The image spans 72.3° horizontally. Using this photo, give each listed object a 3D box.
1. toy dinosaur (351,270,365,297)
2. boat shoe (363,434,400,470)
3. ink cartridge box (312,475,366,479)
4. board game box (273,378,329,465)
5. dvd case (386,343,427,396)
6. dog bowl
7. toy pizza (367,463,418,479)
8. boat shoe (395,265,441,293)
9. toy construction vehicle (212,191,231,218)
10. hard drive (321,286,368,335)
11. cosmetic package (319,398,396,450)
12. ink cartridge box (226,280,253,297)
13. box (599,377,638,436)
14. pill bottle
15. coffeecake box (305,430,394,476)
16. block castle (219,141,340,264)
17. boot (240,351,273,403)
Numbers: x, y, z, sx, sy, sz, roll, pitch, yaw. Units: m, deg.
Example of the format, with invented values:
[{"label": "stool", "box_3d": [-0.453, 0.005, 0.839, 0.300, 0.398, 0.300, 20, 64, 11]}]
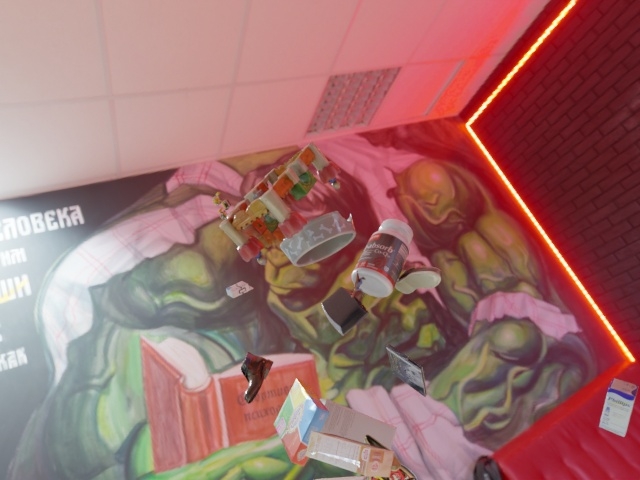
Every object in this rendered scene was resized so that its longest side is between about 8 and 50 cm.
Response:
[{"label": "toy dinosaur", "box_3d": [0.131, 0.168, 1.614, 0.082, 0.090, 0.047, -46, 12, -12]}, {"label": "boat shoe", "box_3d": [0.214, 0.743, 1.537, 0.056, 0.153, 0.048, -28, -50, -32]}, {"label": "ink cartridge box", "box_3d": [0.045, 0.844, 1.417, 0.207, 0.119, 0.353, -9, -24, 9]}, {"label": "board game box", "box_3d": [-0.089, 0.778, 1.912, 0.242, 0.064, 0.316, -64, 19, -5]}, {"label": "dvd case", "box_3d": [0.336, 0.508, 1.707, 0.018, 0.165, 0.221, -40, -43, -23]}, {"label": "dog bowl", "box_3d": [0.000, 0.000, 1.919, 0.349, 0.102, 0.348, -26, -15, -7]}, {"label": "toy pizza", "box_3d": [0.272, 0.920, 1.647, 0.201, 0.201, 0.032, -35, 0, 23]}, {"label": "boat shoe", "box_3d": [0.463, 0.169, 2.054, 0.096, 0.117, 0.324, -55, 6, -26]}, {"label": "toy construction vehicle", "box_3d": [-0.405, -0.140, 1.779, 0.035, 0.098, 0.086, -20, 24, 24]}, {"label": "hard drive", "box_3d": [0.103, 0.318, 2.050, 0.172, 0.255, 0.054, -40, -61, -3]}, {"label": "cosmetic package", "box_3d": [0.154, 0.904, 2.114, 0.366, 0.155, 0.197, 22, -22, -3]}, {"label": "ink cartridge box", "box_3d": [-0.285, 0.170, 1.552, 0.083, 0.028, 0.048, -25, 24, -32]}, {"label": "box", "box_3d": [0.949, 0.527, 1.394, 0.072, 0.137, 0.126, 15, 10, 38]}, {"label": "pill bottle", "box_3d": [0.313, 0.080, 2.154, 0.362, 0.210, 0.210, -60, 0, -32]}, {"label": "coffeecake box", "box_3d": [0.080, 0.572, 1.176, 0.186, 0.068, 0.142, -1, -26, 35]}, {"label": "block castle", "box_3d": [-0.124, -0.128, 1.568, 0.303, 0.212, 0.453, -28, 21, 35]}, {"label": "boot", "box_3d": [-0.250, 0.481, 1.549, 0.082, 0.106, 0.219, -64, -3, 21]}]
